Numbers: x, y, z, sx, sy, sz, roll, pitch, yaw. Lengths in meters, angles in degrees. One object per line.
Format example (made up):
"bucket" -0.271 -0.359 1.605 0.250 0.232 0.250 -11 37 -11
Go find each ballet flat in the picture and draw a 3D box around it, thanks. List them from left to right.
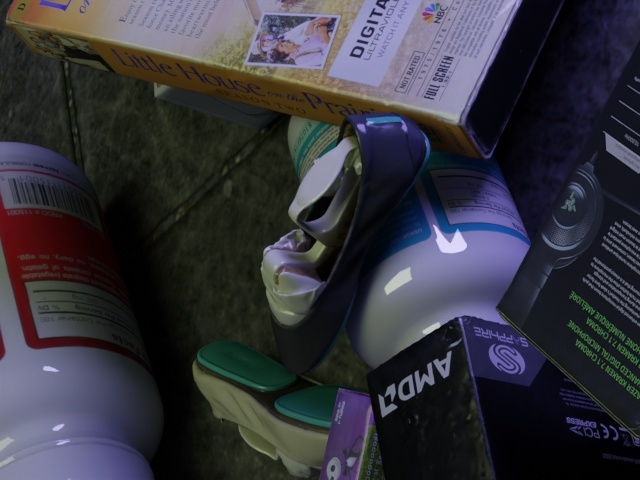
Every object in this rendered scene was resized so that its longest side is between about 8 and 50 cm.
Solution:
"ballet flat" -0.021 0.148 1.315 0.248 0.086 0.086 21 96 54
"ballet flat" 0.000 0.000 1.086 0.203 0.074 0.074 -62 39 21

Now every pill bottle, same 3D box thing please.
"pill bottle" -0.280 0.118 1.522 0.229 0.229 0.408 -51 43 30
"pill bottle" 0.073 0.000 1.172 0.146 0.146 0.264 -45 46 34

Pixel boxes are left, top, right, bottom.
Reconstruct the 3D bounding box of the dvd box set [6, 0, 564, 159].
"dvd box set" -0.004 -0.240 1.220 0.420 0.062 0.307 15 69 31

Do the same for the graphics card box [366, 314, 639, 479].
"graphics card box" 0.165 0.238 0.905 0.094 0.233 0.371 -36 53 41

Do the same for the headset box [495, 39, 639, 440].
"headset box" 0.264 -0.013 0.848 0.131 0.246 0.283 44 115 48

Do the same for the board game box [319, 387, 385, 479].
"board game box" 0.069 0.281 1.035 0.056 0.208 0.347 8 85 53

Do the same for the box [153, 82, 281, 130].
"box" -0.043 -0.272 1.433 0.231 0.127 0.262 -35 51 43
